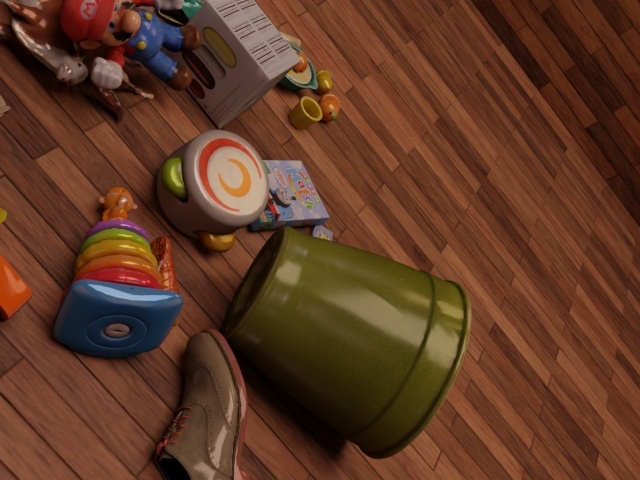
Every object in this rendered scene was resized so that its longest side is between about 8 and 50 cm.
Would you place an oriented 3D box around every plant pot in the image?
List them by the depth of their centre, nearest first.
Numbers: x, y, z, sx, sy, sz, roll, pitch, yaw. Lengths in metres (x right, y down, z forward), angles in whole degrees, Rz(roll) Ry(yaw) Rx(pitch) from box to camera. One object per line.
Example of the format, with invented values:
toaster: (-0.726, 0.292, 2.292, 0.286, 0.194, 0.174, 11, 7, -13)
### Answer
plant pot: (0.024, 0.156, 1.290, 0.353, 0.366, 0.366, 30, 46, -13)

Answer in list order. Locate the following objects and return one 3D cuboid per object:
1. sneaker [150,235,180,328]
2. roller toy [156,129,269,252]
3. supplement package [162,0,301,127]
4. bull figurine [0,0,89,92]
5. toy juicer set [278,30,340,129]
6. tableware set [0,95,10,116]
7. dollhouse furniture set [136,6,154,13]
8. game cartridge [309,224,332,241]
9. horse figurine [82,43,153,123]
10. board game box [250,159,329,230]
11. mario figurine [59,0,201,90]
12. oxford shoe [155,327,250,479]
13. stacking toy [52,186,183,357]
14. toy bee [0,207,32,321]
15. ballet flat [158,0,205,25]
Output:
sneaker: (-0.281, 0.076, 1.235, 0.067, 0.064, 0.175, 35, 46, -53)
roller toy: (-0.208, -0.101, 1.348, 0.209, 0.146, 0.191, 47, 49, -21)
supplement package: (-0.194, -0.396, 1.517, 0.203, 0.194, 0.149, 51, 39, -7)
bull figurine: (-0.518, -0.415, 1.267, 0.188, 0.101, 0.310, 21, 47, -51)
toy juicer set: (-0.046, -0.444, 1.782, 0.209, 0.089, 0.329, -18, 78, -49)
tableware set: (-0.604, -0.262, 1.150, 0.141, 0.020, 0.169, -29, 86, -51)
dollhouse furniture set: (-0.481, -0.584, 1.345, 0.286, 0.198, 0.303, 36, 23, 33)
game cartridge: (0.000, 0.000, 1.593, 0.056, 0.017, 0.083, 30, 46, -23)
horse figurine: (-0.415, -0.363, 1.374, 0.174, 0.066, 0.263, 24, 46, -43)
board game box: (-0.093, -0.103, 1.541, 0.211, 0.039, 0.160, -6, 63, -48)
mario figurine: (-0.326, -0.373, 1.274, 0.320, 0.170, 0.198, 9, 59, -64)
oxford shoe: (-0.195, 0.303, 1.115, 0.130, 0.123, 0.348, 10, 57, -35)
stacking toy: (-0.336, 0.025, 1.151, 0.175, 0.166, 0.302, 10, 46, -28)
toy bee: (-0.535, -0.020, 0.985, 0.195, 0.162, 0.298, -27, 110, -58)
ballet flat: (-0.345, -0.550, 1.546, 0.247, 0.087, 0.083, 38, 0, -32)
